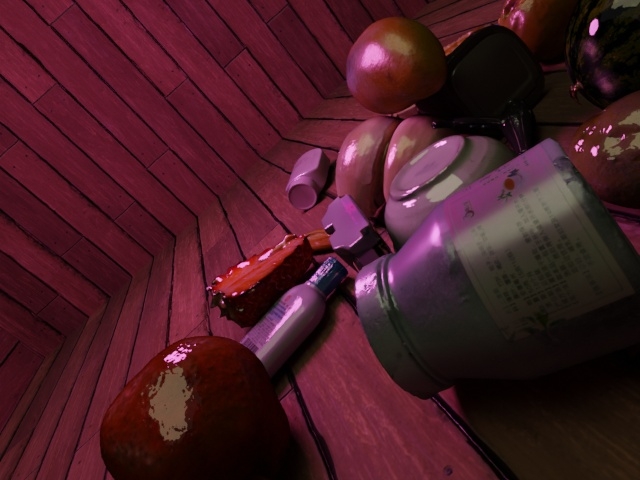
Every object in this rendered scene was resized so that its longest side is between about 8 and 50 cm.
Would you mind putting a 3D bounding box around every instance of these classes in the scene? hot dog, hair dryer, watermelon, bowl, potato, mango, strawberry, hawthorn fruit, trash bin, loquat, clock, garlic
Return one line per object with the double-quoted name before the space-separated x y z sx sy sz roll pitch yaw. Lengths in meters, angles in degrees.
"hot dog" 0.000 0.000 1.270 0.215 0.047 0.066 -14 72 51
"hair dryer" 0.351 -0.238 0.979 0.219 0.075 0.196 3 46 12
"watermelon" 0.531 -0.330 0.727 0.269 0.269 0.269 -35 23 17
"bowl" 0.249 -0.087 0.878 0.307 0.163 0.307 -38 20 16
"potato" 0.461 -0.126 0.598 0.235 0.160 0.178 1 71 47
"mango" 0.174 -0.416 1.096 0.384 0.198 0.222 -126 41 -61
"strawberry" -0.149 0.118 1.185 0.253 0.150 0.280 -12 24 44
"hawthorn fruit" -0.198 0.321 0.747 0.295 0.295 0.311 -37 46 13
"trash bin" 0.375 -0.384 1.150 0.220 0.219 0.250 -43 15 -4
"loquat" 0.566 -0.566 1.159 0.213 0.213 0.213 -35 23 17
"clock" 0.093 0.027 0.882 0.083 0.186 0.253 -37 22 7
"garlic" 0.191 -0.197 1.144 0.286 0.249 0.313 33 63 23

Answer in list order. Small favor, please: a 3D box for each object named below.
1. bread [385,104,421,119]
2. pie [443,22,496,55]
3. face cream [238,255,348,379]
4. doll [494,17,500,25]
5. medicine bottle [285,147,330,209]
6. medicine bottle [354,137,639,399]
"bread" 0.307 -0.401 1.409 0.192 0.110 0.210 -32 24 8
"pie" 0.479 -0.645 1.615 0.339 0.077 0.339 -39 20 17
"face cream" -0.067 0.176 1.014 0.337 0.080 0.163 -48 22 -13
"doll" 0.536 -0.589 1.389 0.241 0.135 0.099 -51 -5 -25
"medicine bottle" -0.047 -0.230 1.691 0.161 0.111 0.296 -34 22 23
"medicine bottle" 0.214 0.056 0.561 0.290 0.245 0.245 -34 23 26
